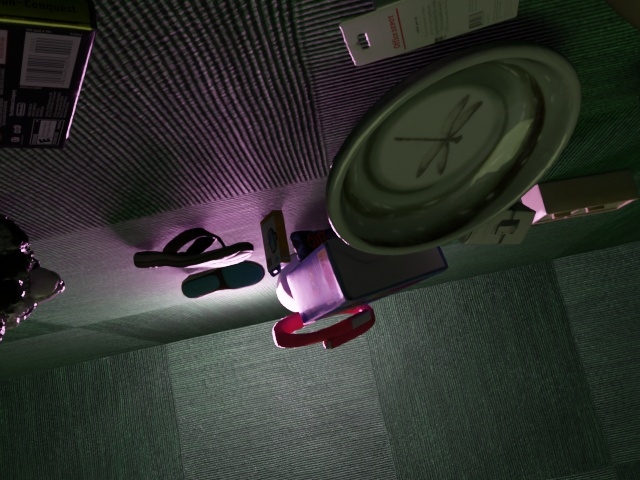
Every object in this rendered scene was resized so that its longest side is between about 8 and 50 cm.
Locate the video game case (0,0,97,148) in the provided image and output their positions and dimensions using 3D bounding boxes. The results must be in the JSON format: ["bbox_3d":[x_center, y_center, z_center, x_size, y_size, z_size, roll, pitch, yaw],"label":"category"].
[{"bbox_3d":[-0.377,-0.164,0.626,0.248,0.035,0.275,-4,165,-30],"label":"video game case"}]

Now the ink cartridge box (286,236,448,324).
[{"bbox_3d":[0.089,0.083,1.517,0.270,0.151,0.395,-16,172,-22],"label":"ink cartridge box"}]

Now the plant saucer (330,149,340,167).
[{"bbox_3d":[0.075,-0.152,1.093,0.119,0.021,0.119,-11,167,-3],"label":"plant saucer"}]

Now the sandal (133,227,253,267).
[{"bbox_3d":[-0.290,0.016,1.354,0.302,0.086,0.120,-2,178,25],"label":"sandal"}]

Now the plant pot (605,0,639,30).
[{"bbox_3d":[0.374,-0.267,0.529,0.284,0.191,0.284,-12,167,-3],"label":"plant pot"}]

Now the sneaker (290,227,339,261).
[{"bbox_3d":[0.000,0.000,1.558,0.087,0.083,0.221,-28,170,28],"label":"sneaker"}]

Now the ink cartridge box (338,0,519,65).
[{"bbox_3d":[0.107,-0.251,0.632,0.180,0.060,0.104,-15,167,10],"label":"ink cartridge box"}]

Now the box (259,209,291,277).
[{"bbox_3d":[-0.098,0.010,1.356,0.028,0.136,0.081,-5,165,-28],"label":"box"}]

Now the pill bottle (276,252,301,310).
[{"bbox_3d":[-0.056,0.132,1.861,0.152,0.152,0.272,-10,167,-8],"label":"pill bottle"}]

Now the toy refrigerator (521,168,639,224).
[{"bbox_3d":[0.688,-0.111,1.640,0.269,0.094,0.102,-9,167,-10],"label":"toy refrigerator"}]

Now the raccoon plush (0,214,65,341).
[{"bbox_3d":[-0.658,0.028,1.024,0.446,0.216,0.299,27,165,-22],"label":"raccoon plush"}]

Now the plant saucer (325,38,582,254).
[{"bbox_3d":[0.180,-0.139,0.914,0.400,0.101,0.400,-18,145,-13],"label":"plant saucer"}]

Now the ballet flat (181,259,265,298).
[{"bbox_3d":[-0.271,0.102,1.741,0.248,0.086,0.086,-12,167,7],"label":"ballet flat"}]

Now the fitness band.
[{"bbox_3d":[0.013,0.220,1.632,0.290,0.054,0.209,-19,-166,-38],"label":"fitness band"}]

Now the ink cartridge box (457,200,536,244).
[{"bbox_3d":[0.348,-0.064,1.375,0.217,0.158,0.092,2,118,-42],"label":"ink cartridge box"}]
